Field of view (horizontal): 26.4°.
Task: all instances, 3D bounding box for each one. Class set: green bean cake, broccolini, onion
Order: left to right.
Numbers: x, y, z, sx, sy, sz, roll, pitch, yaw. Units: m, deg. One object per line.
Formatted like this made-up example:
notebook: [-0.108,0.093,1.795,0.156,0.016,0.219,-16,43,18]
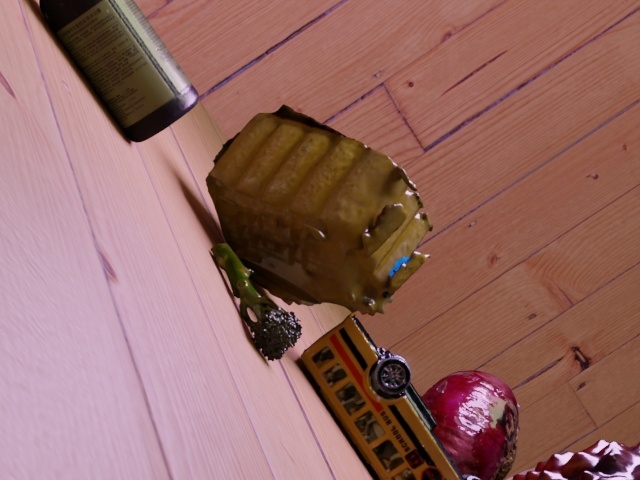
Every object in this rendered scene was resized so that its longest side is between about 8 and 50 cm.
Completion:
broccolini: [-0.077,0.059,1.634,0.067,0.058,0.216,51,5,-37]
green bean cake: [0.000,0.000,1.863,0.310,0.202,0.285,24,-25,39]
onion: [0.214,0.313,2.141,0.190,0.246,0.246,29,-4,14]

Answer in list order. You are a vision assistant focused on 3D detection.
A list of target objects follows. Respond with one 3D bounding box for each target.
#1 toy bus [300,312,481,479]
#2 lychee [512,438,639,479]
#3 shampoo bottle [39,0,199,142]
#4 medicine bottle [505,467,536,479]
toy bus: [0.106,0.258,1.859,0.335,0.123,0.121,57,1,2]
lychee: [0.360,0.424,1.476,0.500,0.424,0.424,20,27,-39]
shampoo bottle: [-0.262,-0.256,1.626,0.284,0.101,0.101,55,3,-13]
medicine bottle: [0.366,0.541,1.913,0.406,0.236,0.236,56,2,-6]
